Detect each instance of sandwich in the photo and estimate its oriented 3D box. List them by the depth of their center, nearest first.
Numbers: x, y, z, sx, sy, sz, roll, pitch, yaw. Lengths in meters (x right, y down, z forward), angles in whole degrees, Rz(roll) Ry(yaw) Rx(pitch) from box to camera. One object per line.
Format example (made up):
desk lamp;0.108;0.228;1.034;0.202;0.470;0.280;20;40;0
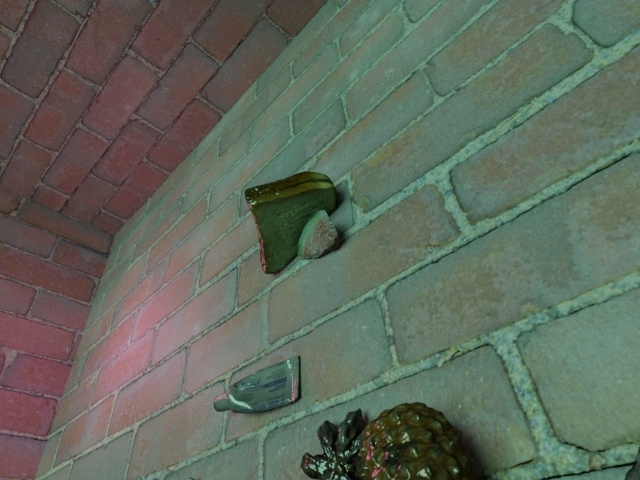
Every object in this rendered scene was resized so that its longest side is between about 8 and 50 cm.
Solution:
sandwich;-0.073;-0.051;1.198;0.254;0.288;0.099;-17;42;-16

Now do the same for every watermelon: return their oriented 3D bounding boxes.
watermelon;-0.003;-0.007;1.123;0.180;0.081;0.094;-39;53;51

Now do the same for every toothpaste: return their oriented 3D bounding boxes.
toothpaste;-0.162;0.382;1.044;0.282;0.068;0.099;-28;72;28

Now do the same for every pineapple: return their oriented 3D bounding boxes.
pineapple;0.144;0.346;0.504;0.169;0.169;0.340;-55;10;6

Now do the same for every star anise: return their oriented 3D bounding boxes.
star anise;0.033;0.415;0.758;0.197;0.073;0.212;-18;49;41

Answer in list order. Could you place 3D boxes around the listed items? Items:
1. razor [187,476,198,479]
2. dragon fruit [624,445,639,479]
razor;-0.288;0.688;0.969;0.278;0.056;0.111;13;74;54
dragon fruit;0.372;0.244;0.341;0.204;0.221;0.283;28;90;49
